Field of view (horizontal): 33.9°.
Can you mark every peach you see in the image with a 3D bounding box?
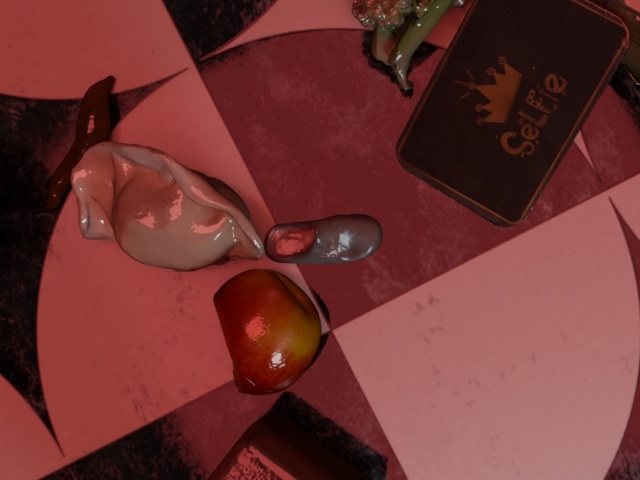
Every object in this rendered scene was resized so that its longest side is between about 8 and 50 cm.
[{"bbox_3d":[-0.098,0.147,1.655,0.190,0.190,0.192,40,97,5],"label":"peach"}]

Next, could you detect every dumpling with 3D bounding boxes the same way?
[{"bbox_3d":[-0.235,-0.068,1.643,0.318,0.187,0.242,3,131,21],"label":"dumpling"}]

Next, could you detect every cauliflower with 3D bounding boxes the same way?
[{"bbox_3d":[0.125,-0.371,1.644,0.239,0.256,0.315,9,120,2],"label":"cauliflower"}]

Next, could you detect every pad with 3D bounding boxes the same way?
[{"bbox_3d":[0.312,-0.200,1.612,0.315,0.063,0.375,30,112,9],"label":"pad"}]

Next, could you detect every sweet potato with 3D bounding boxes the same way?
[{"bbox_3d":[-0.394,-0.158,1.750,0.069,0.059,0.249,25,95,25],"label":"sweet potato"}]

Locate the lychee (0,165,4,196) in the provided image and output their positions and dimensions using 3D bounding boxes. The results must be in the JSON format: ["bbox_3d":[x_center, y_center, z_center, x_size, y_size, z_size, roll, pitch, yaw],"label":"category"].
[{"bbox_3d":[-0.627,-0.066,1.667,0.300,0.264,0.264,40,93,-28],"label":"lychee"}]

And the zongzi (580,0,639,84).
[{"bbox_3d":[0.481,-0.461,1.624,0.360,0.160,0.323,37,90,5],"label":"zongzi"}]

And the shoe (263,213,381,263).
[{"bbox_3d":[0.000,0.000,1.700,0.195,0.078,0.079,-5,88,9],"label":"shoe"}]

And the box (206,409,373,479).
[{"bbox_3d":[-0.093,0.458,1.622,0.229,0.239,0.339,38,93,7],"label":"box"}]
